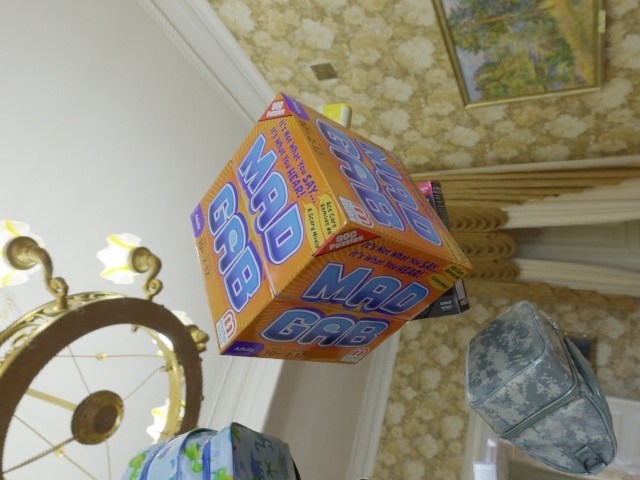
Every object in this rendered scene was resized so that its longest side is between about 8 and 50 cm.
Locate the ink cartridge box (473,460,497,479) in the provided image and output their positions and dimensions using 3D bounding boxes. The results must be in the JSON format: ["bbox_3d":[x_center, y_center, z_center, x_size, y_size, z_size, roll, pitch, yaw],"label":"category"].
[{"bbox_3d":[0.476,0.794,1.323,0.261,0.066,0.295,54,-143,-58],"label":"ink cartridge box"}]

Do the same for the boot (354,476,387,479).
[{"bbox_3d":[0.111,0.741,1.259,0.203,0.262,0.095,58,-154,-20],"label":"boot"}]

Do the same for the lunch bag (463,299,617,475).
[{"bbox_3d":[0.463,0.306,0.981,0.256,0.212,0.305,46,-160,0],"label":"lunch bag"}]

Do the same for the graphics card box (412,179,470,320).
[{"bbox_3d":[0.258,0.037,1.314,0.094,0.233,0.370,-4,-99,-58],"label":"graphics card box"}]

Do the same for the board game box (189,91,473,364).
[{"bbox_3d":[0.000,0.000,0.953,0.357,0.356,0.356,17,-143,-41],"label":"board game box"}]

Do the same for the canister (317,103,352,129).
[{"bbox_3d":[0.037,-0.356,1.521,0.073,0.126,0.169,43,-128,-59],"label":"canister"}]

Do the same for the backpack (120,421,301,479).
[{"bbox_3d":[-0.154,0.425,0.733,0.356,0.274,0.289,38,-148,-41],"label":"backpack"}]
